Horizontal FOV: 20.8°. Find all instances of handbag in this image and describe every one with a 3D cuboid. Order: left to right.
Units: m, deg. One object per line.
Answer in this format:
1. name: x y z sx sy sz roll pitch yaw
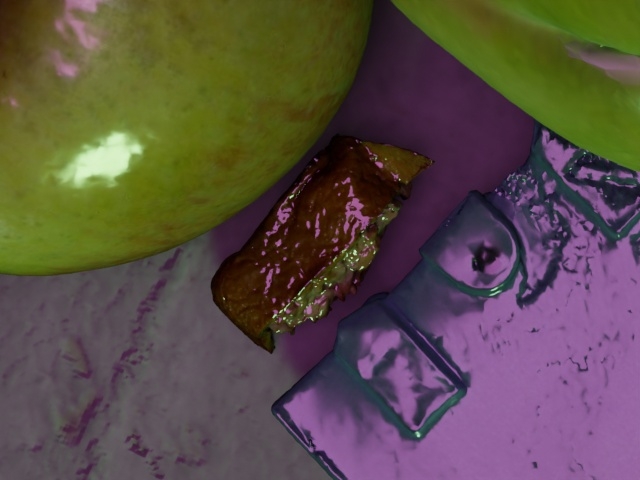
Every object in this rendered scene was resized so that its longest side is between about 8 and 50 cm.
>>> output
1. handbag: 0.106 0.044 0.730 0.229 0.062 0.179 -44 82 9

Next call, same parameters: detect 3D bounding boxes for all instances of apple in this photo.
1. apple: -0.103 -0.108 0.698 0.261 0.194 0.260 3 100 14

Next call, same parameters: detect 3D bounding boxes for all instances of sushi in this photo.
1. sushi: 0.000 0.000 0.754 0.055 0.052 0.120 41 100 6

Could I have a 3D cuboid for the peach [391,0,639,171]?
1. peach: 0.157 -0.182 0.586 0.314 0.281 0.315 13 72 -3
